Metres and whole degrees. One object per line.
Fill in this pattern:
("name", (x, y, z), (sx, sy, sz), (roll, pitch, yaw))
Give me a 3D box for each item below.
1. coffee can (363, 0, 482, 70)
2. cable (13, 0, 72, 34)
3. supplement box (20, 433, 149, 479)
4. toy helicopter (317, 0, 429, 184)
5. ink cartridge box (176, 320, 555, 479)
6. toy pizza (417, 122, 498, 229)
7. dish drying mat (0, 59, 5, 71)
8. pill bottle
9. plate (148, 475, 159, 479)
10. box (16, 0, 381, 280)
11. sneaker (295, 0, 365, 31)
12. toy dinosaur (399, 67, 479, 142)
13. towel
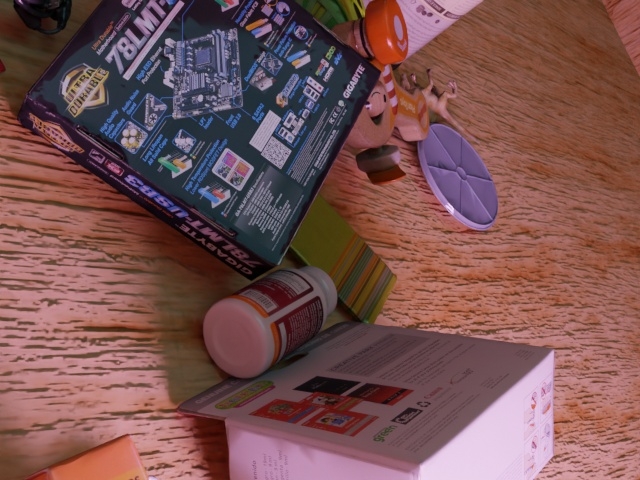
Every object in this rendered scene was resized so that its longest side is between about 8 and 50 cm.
("coffee can", (0.160, -0.433, 1.348), (0.202, 0.275, 0.201), (29, 45, -33))
("cable", (-0.317, -0.310, 0.857), (0.150, 0.047, 0.184), (45, 29, -57))
("supplement box", (-0.134, 0.262, 0.579), (0.078, 0.080, 0.233), (-14, 77, -51))
("toy helicopter", (0.095, -0.183, 1.185), (0.355, 0.140, 0.234), (2, 79, -66))
("ink cartridge box", (0.056, 0.194, 0.842), (0.309, 0.272, 0.130), (-18, 109, -53))
("toy pizza", (0.223, -0.104, 1.381), (0.201, 0.032, 0.201), (28, 46, -33))
("dish drying mat", (-0.345, -0.172, 0.795), (0.083, 0.008, 0.032), (-22, 80, -53))
("pill bottle", (-0.047, 0.080, 0.884), (0.152, 0.086, 0.086), (-27, 85, -54))
("plate", (-0.154, 0.354, 0.590), (0.278, 0.045, 0.277), (-27, 86, -54))
("box", (-0.113, -0.158, 0.890), (0.293, 0.073, 0.295), (35, 61, -14))
("sneaker", (-0.013, -0.359, 1.239), (0.295, 0.124, 0.109), (52, 29, -39))
("toy dinosaur", (0.204, -0.240, 1.461), (0.183, 0.053, 0.092), (34, 57, -17))
("towel", (0.000, 0.000, 1.041), (0.237, 0.021, 0.102), (47, 47, -14))
